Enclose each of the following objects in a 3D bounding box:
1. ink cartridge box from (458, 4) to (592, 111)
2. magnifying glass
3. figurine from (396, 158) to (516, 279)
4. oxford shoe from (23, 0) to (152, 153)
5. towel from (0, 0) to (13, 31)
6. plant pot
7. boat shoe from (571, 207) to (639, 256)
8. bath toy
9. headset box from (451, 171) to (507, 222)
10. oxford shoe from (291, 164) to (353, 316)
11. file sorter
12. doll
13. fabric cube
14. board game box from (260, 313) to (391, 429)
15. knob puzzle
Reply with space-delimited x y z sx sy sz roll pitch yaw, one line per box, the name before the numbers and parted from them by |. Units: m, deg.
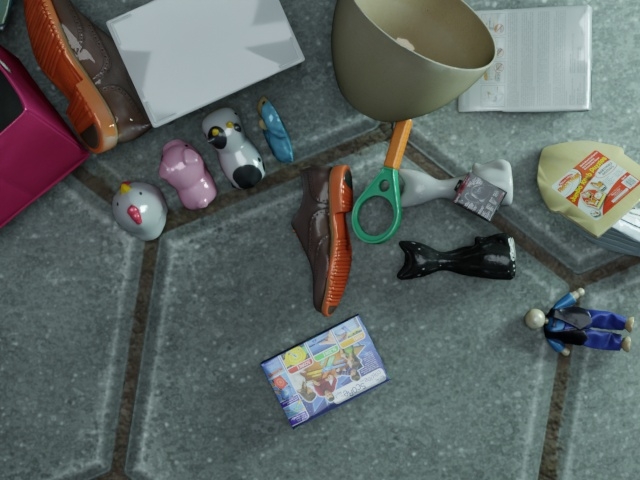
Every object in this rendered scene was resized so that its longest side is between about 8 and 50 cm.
ink cartridge box | 0.370 -0.324 1.923 0.232 0.066 0.189 1 92 21
magnifying glass | 0.118 -0.106 1.898 0.092 0.026 0.231 17 90 29
figurine | 0.237 -0.034 1.908 0.210 0.092 0.214 -2 91 4
oxford shoe | -0.418 -0.331 1.899 0.133 0.130 0.363 -23 84 -32
towel | -0.681 -0.547 1.890 0.370 0.040 0.271 18 91 10
plant pot | 0.129 -0.315 1.828 0.284 0.284 0.191 33 127 -1
boat shoe | 0.562 -0.020 1.918 0.226 0.083 0.075 23 64 0
bath toy | -0.218 -0.124 1.882 0.348 0.129 0.151 -30 92 2
headset box | 0.272 -0.077 1.847 0.083 0.032 0.062 29 96 11
oxford shoe | 0.000 0.000 1.914 0.098 0.097 0.271 3 85 17
file sorter | -0.190 -0.335 1.852 0.278 0.173 0.192 -24 93 1
doll | 0.464 0.150 1.929 0.189 0.046 0.129 7 101 6
fabric cube | -0.593 -0.189 1.787 0.259 0.258 0.254 -40 74 1
board game box | 0.010 0.238 1.938 0.201 0.035 0.136 -26 91 1
knob puzzle | 0.470 -0.104 1.897 0.213 0.030 0.213 -3 56 4
